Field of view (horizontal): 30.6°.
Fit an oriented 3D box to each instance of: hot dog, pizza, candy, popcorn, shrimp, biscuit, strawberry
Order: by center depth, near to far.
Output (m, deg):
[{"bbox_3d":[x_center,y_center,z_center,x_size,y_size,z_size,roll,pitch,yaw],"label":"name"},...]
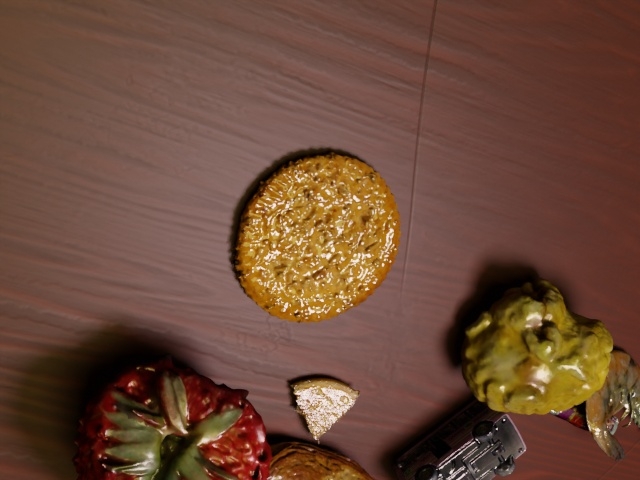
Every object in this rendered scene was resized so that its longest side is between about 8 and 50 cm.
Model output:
[{"bbox_3d":[-0.206,0.300,1.578,0.261,0.257,0.261,4,72,-12],"label":"strawberry"},{"bbox_3d":[0.000,0.000,1.643,0.254,0.035,0.253,-8,111,-21],"label":"biscuit"},{"bbox_3d":[-0.006,0.235,1.734,0.099,0.029,0.100,41,88,-21],"label":"pizza"},{"bbox_3d":[-0.022,0.394,1.737,0.259,0.114,0.175,28,101,-19],"label":"hot dog"},{"bbox_3d":[0.328,0.160,1.776,0.200,0.226,0.203,21,58,-60],"label":"popcorn"},{"bbox_3d":[0.415,0.278,1.915,0.175,0.043,0.045,28,93,-24],"label":"candy"},{"bbox_3d":[0.522,0.307,1.937,0.296,0.058,0.169,45,61,-28],"label":"shrimp"}]

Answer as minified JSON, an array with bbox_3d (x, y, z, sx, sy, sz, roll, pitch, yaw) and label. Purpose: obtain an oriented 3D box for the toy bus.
[{"bbox_3d":[0.210,0.337,1.813,0.199,0.108,0.096,-36,119,-9],"label":"toy bus"}]
